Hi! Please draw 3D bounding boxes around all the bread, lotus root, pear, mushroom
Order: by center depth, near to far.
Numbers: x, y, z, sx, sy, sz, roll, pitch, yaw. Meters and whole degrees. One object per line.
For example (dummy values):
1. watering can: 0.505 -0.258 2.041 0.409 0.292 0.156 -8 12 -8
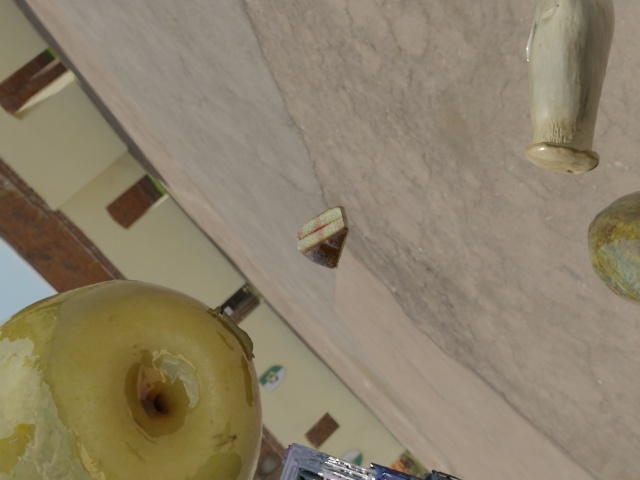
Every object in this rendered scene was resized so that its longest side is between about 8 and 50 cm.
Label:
1. pear: -0.203 0.186 0.554 0.309 0.309 0.309 45 168 12
2. mushroom: 0.292 -0.201 0.702 0.096 0.247 0.108 8 166 11
3. bread: 0.000 0.000 0.764 0.109 0.062 0.043 98 168 -57
4. lotus root: 0.701 0.025 1.161 0.250 0.250 0.346 50 178 -12

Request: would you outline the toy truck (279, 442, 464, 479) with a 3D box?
1. toy truck: 0.085 0.255 0.478 0.155 0.124 0.268 2 154 42
